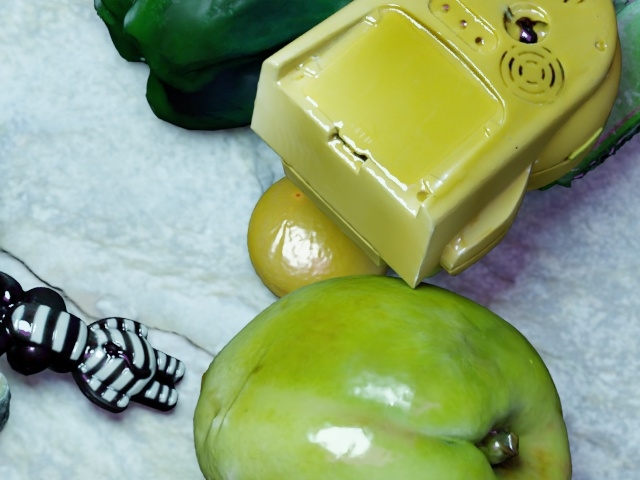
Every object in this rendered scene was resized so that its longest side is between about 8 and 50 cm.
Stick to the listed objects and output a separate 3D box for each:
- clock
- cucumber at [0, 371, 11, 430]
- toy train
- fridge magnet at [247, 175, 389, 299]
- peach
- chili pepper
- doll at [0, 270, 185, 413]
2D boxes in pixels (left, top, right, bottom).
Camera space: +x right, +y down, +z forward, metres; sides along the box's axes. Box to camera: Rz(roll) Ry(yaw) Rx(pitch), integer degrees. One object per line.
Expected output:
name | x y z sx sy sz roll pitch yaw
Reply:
clock | 0.125 -0.136 1.691 0.317 0.200 0.244 -40 77 -16
cucumber | -0.319 0.150 1.778 0.064 0.112 0.064 3 72 -8
toy train | 0.232 -0.162 1.870 0.243 0.132 0.188 -39 90 -9
fridge magnet | 0.000 0.000 1.851 0.143 0.063 0.143 1 78 -5
peach | 0.053 0.170 1.694 0.314 0.316 0.281 33 73 -34
chili pepper | -0.079 -0.238 1.818 0.257 0.248 0.233 -27 56 -5
doll | -0.229 0.100 1.791 0.219 0.067 0.091 25 64 -24
